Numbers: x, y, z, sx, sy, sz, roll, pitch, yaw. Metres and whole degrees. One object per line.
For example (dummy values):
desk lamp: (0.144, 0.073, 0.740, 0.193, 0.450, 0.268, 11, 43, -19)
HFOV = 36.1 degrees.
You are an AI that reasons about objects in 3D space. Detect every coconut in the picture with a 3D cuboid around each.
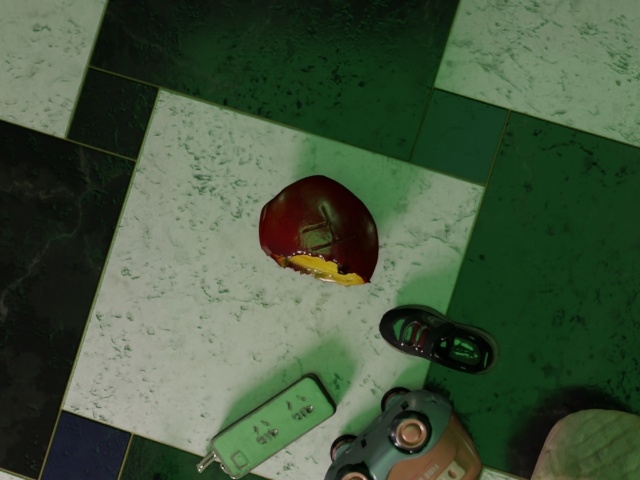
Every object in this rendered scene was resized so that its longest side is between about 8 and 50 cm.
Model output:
coconut: (0.507, 0.435, 1.675, 0.329, 0.329, 0.328, 0, 89, 5)

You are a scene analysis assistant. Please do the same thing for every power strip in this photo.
power strip: (-0.109, 0.360, 1.838, 0.288, 0.053, 0.093, -35, 87, 3)

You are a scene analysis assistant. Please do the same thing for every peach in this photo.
peach: (0.000, 0.000, 1.769, 0.190, 0.196, 0.226, -36, 83, 37)

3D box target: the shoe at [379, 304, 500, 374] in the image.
shoe: (0.218, 0.182, 1.782, 0.228, 0.112, 0.099, 18, 92, 3)

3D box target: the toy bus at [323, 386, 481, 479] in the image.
toy bus: (0.153, 0.414, 1.757, 0.232, 0.194, 0.287, 44, 92, -8)
